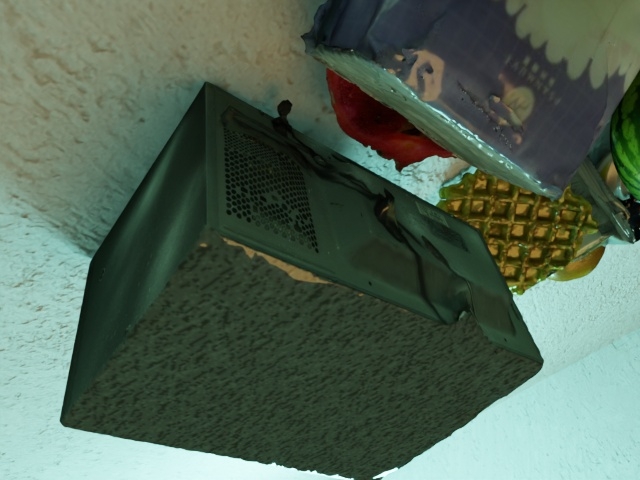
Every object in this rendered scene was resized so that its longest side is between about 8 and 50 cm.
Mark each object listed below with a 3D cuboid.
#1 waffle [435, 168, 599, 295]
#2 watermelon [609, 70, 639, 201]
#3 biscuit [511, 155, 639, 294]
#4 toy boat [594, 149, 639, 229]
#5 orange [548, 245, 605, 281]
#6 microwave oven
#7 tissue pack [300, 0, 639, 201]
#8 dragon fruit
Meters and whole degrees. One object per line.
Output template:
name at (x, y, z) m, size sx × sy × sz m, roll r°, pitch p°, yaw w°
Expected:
waffle at (0.303, -0.020, 0.932) m, size 0.243 × 0.058 × 0.238 m, roll -37°, pitch 109°, yaw 13°
watermelon at (0.566, -0.155, 0.815) m, size 0.285 × 0.285 × 0.285 m, roll -19°, pitch 147°, yaw -12°
biscuit at (0.379, 0.003, 1.023) m, size 0.309 × 0.186 × 0.079 m, roll -36°, pitch 177°, yaw 14°
toy boat at (0.569, -0.093, 1.062) m, size 0.141 × 0.140 × 0.269 m, roll -33°, pitch 160°, yaw 11°
orange at (0.464, 0.002, 1.115) m, size 0.155 × 0.154 × 0.134 m, roll -29°, pitch -172°, yaw 4°
microwave oven at (-0.014, 0.078, 0.683) m, size 0.432 × 0.236 × 0.374 m, roll 23°, pitch 124°, yaw -30°
tissue pack at (0.174, -0.232, 0.437) m, size 0.242 × 0.125 × 0.343 m, roll 25°, pitch 97°, yaw -34°
dragon fruit at (0.107, -0.171, 0.636) m, size 0.262 × 0.134 × 0.211 m, roll 6°, pitch 150°, yaw -18°
